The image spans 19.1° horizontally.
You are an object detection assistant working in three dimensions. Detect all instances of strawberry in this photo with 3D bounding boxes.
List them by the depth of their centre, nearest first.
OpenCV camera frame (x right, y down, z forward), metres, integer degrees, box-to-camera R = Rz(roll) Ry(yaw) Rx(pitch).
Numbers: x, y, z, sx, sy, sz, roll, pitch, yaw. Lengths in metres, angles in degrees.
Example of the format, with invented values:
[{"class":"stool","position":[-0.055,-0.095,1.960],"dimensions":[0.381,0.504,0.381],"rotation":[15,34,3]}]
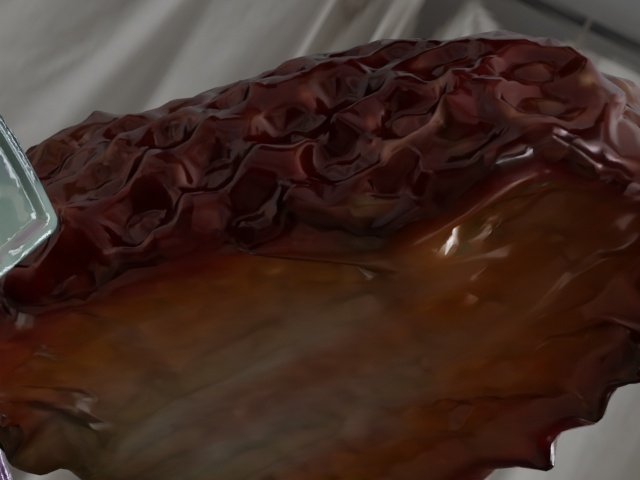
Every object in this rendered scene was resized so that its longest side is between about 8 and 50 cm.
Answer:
[{"class":"strawberry","position":[0.000,0.000,0.760],"dimensions":[0.265,0.149,0.336],"rotation":[25,-37,-35]}]

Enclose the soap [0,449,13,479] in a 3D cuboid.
[{"class":"soap","position":[-0.302,0.198,1.131],"dimensions":[0.259,0.081,0.181],"rotation":[-11,-42,-1]}]

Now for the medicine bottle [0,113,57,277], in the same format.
[{"class":"medicine bottle","position":[-0.150,-0.015,0.628],"dimensions":[0.118,0.055,0.074],"rotation":[-10,-62,47]}]
